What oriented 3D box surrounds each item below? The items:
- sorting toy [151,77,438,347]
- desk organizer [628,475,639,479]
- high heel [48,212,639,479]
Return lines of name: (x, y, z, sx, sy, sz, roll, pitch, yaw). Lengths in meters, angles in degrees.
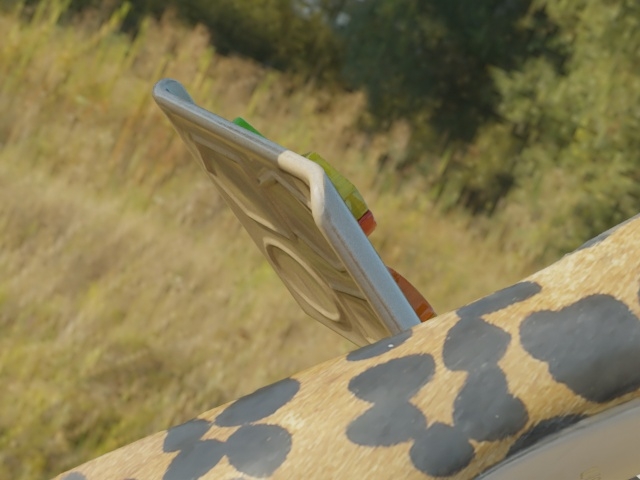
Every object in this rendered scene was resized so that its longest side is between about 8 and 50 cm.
sorting toy: (0.000, 0.000, 0.916, 0.208, 0.038, 0.193, 36, -16, 53)
desk organizer: (0.134, 0.049, 0.553, 0.047, 0.130, 0.050, 37, 3, 4)
high heel: (0.047, 0.000, 0.382, 0.186, 0.261, 0.093, 12, -30, 17)
